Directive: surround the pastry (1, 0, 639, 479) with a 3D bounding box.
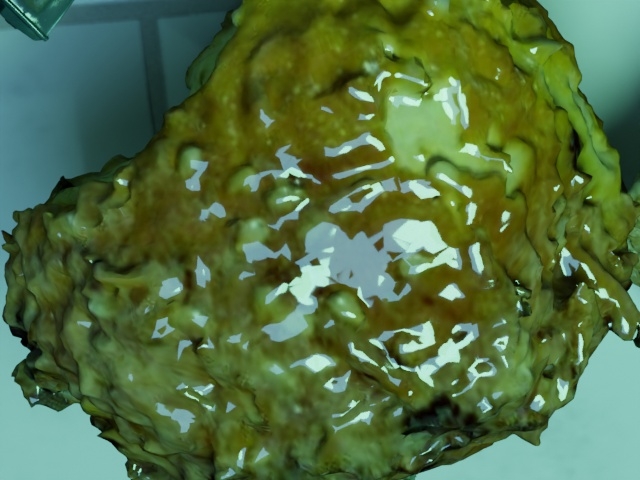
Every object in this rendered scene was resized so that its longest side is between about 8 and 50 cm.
[{"bbox_3d":[0.017,0.003,1.239,0.337,0.292,0.405,42,107,-8],"label":"pastry"}]

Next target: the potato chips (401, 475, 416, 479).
[{"bbox_3d":[0.009,0.130,1.473,0.167,0.059,0.228,39,115,-15],"label":"potato chips"}]

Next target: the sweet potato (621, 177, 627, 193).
[{"bbox_3d":[0.187,-0.014,1.383,0.058,0.055,0.202,18,134,30],"label":"sweet potato"}]

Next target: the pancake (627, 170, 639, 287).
[{"bbox_3d":[0.381,-0.011,1.306,0.387,0.082,0.387,3,154,1],"label":"pancake"}]

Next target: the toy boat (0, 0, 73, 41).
[{"bbox_3d":[-0.242,-0.217,1.198,0.103,0.093,0.246,-38,119,13],"label":"toy boat"}]
